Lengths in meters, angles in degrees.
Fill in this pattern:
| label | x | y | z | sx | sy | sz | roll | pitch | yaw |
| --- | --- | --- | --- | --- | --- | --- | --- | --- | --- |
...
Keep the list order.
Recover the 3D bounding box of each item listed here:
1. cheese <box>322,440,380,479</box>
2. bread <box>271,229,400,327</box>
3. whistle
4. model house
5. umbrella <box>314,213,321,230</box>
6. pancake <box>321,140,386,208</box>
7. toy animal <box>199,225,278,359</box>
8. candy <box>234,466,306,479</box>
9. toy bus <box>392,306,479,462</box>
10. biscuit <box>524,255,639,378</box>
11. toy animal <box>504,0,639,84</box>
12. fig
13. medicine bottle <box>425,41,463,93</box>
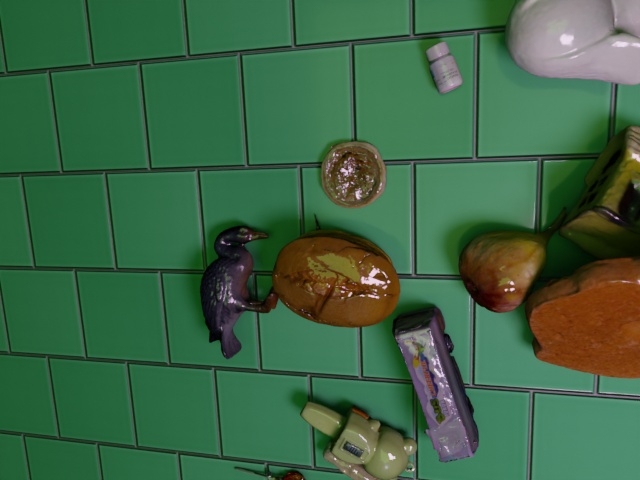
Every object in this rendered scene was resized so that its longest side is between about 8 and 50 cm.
| label | x | y | z | sx | sy | sz | roll | pitch | yaw |
| --- | --- | --- | --- | --- | --- | --- | --- | --- | --- |
| cheese | 0.094 | 0.543 | 1.209 | 0.194 | 0.065 | 0.043 | 30 | 113 | 6 |
| bread | 0.034 | 0.080 | 1.086 | 0.270 | 0.142 | 0.195 | 13 | 109 | 5 |
| whistle | 0.087 | 0.453 | 1.171 | 0.289 | 0.106 | 0.131 | 28 | 108 | 6 |
| model house | 0.585 | -0.082 | 0.927 | 0.194 | 0.174 | 0.234 | 28 | 74 | 9 |
| umbrella | 0.003 | 0.000 | 1.155 | 0.022 | 0.013 | 0.122 | -2 | 102 | 35 |
| pancake | 0.068 | -0.142 | 1.104 | 0.152 | 0.025 | 0.151 | 3 | 103 | 14 |
| toy animal | -0.190 | 0.118 | 1.171 | 0.186 | 0.122 | 0.298 | 21 | 99 | 5 |
| candy | -0.128 | 0.600 | 1.291 | 0.201 | 0.060 | 0.060 | 6 | 102 | 21 |
| toy bus | 0.248 | 0.309 | 1.087 | 0.113 | 0.138 | 0.316 | -20 | 94 | 18 |
| biscuit | 0.575 | 0.130 | 0.891 | 0.350 | 0.078 | 0.455 | 33 | 139 | -17 |
| toy animal | 0.480 | -0.377 | 0.877 | 0.289 | 0.174 | 0.249 | -39 | 89 | 16 |
| fig | 0.395 | 0.023 | 1.011 | 0.257 | 0.159 | 0.159 | -41 | 89 | -4 |
| medicine bottle | 0.242 | -0.340 | 1.007 | 0.052 | 0.052 | 0.089 | -21 | 95 | 17 |
